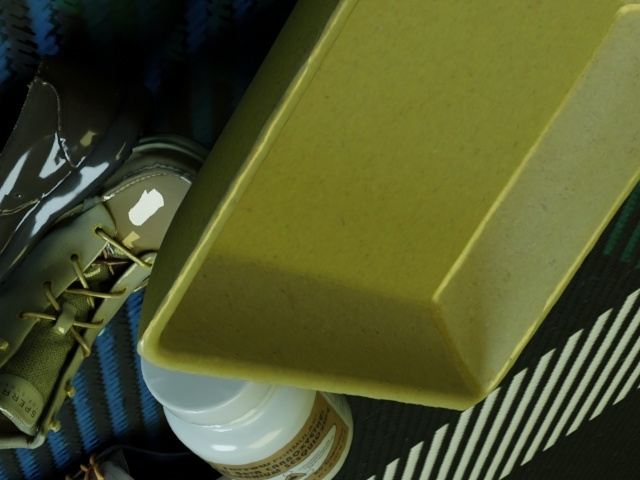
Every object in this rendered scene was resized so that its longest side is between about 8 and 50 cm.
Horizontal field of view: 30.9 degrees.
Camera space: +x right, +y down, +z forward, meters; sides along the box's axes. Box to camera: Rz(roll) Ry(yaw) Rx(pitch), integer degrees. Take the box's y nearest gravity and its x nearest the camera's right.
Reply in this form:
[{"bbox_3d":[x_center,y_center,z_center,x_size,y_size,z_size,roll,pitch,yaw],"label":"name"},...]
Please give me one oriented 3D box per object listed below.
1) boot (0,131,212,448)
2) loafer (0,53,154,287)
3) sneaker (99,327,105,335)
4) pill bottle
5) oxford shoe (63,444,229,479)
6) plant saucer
[{"bbox_3d":[-0.143,0.036,0.685,0.077,0.165,0.213,41,138,-21],"label":"boot"},{"bbox_3d":[-0.190,-0.037,0.685,0.078,0.080,0.220,39,118,-22],"label":"loafer"},{"bbox_3d":[-0.184,0.044,0.836,0.069,0.038,0.098,-7,145,-30],"label":"sneaker"},{"bbox_3d":[-0.060,0.131,0.973,0.131,0.131,0.229,-27,150,3],"label":"pill bottle"},{"bbox_3d":[-0.230,0.257,1.097,0.363,0.130,0.133,-6,113,-19],"label":"oxford shoe"},{"bbox_3d":[0.072,-0.066,0.672,0.332,0.081,0.333,17,110,-49],"label":"plant saucer"}]
